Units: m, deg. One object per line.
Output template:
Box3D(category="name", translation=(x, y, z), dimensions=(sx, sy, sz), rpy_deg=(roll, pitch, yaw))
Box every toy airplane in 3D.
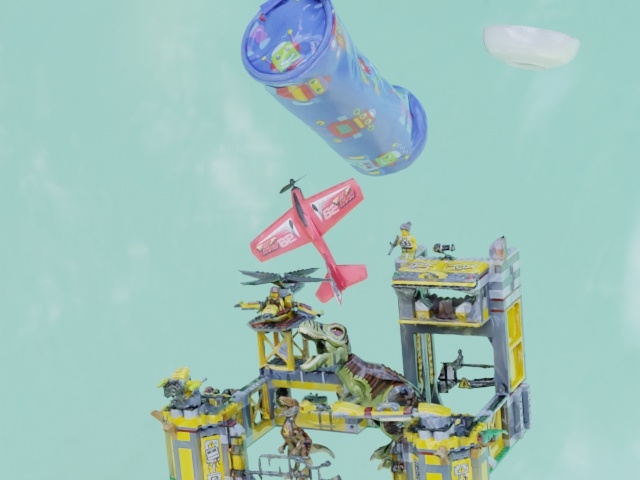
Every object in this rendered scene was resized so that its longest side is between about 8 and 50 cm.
Box3D(category="toy airplane", translation=(0.000, 0.000, 1.611), dimensions=(0.151, 0.151, 0.028), rpy_deg=(52, 23, 22))

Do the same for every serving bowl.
Box3D(category="serving bowl", translation=(0.177, -0.161, 1.299), dimensions=(0.083, 0.083, 0.027), rpy_deg=(10, 89, -1))

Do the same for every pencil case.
Box3D(category="pencil case", translation=(0.018, -0.183, 1.781), dimensions=(0.119, 0.306, 0.133), rpy_deg=(-26, 60, 16))

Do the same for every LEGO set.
Box3D(category="LEGO set", translation=(0.024, 0.090, 1.258), dimensions=(0.331, 0.192, 0.255), rpy_deg=(4, 16, 34))
